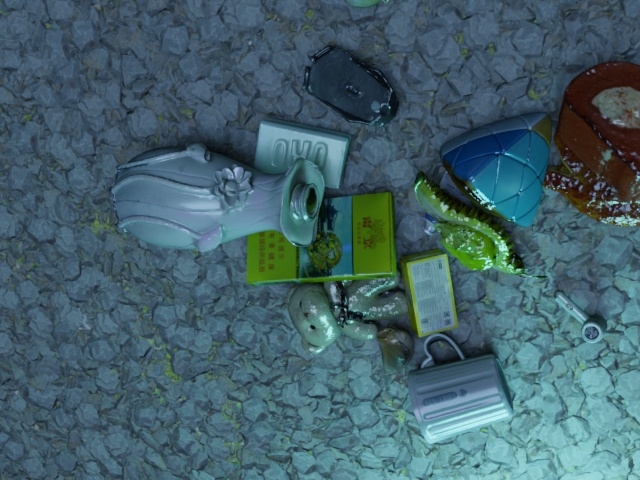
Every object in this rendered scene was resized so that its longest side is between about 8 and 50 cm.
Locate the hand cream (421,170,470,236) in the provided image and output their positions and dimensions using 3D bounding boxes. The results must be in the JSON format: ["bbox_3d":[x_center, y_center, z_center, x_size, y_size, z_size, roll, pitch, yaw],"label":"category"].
[{"bbox_3d":[0.270,-0.074,1.831,0.084,0.053,0.142,35,101,3],"label":"hand cream"}]

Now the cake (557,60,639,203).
[{"bbox_3d":[0.594,-0.212,1.616,0.177,0.151,0.283,-36,68,-7],"label":"cake"}]

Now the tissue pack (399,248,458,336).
[{"bbox_3d":[0.240,0.115,1.869,0.095,0.062,0.176,-14,103,-8],"label":"tissue pack"}]

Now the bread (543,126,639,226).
[{"bbox_3d":[0.564,-0.118,1.717,0.269,0.095,0.139,30,104,8],"label":"bread"}]

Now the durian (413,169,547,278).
[{"bbox_3d":[0.331,-0.007,1.775,0.375,0.106,0.132,40,114,-13],"label":"durian"}]

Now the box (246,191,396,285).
[{"bbox_3d":[0.000,0.000,1.875,0.335,0.047,0.187,-4,73,15],"label":"box"}]

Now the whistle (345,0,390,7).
[{"bbox_3d":[0.071,-0.561,1.710,0.123,0.123,0.223,-46,74,21],"label":"whistle"}]

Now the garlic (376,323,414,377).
[{"bbox_3d":[0.176,0.251,1.938,0.084,0.066,0.152,2,131,17],"label":"garlic"}]

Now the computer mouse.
[{"bbox_3d":[0.064,-0.323,1.795,0.231,0.071,0.126,33,98,12],"label":"computer mouse"}]

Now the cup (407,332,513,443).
[{"bbox_3d":[0.305,0.324,1.878,0.202,0.167,0.221,-18,103,16],"label":"cup"}]

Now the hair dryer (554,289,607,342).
[{"bbox_3d":[0.555,0.158,1.816,0.137,0.082,0.047,45,113,15],"label":"hair dryer"}]

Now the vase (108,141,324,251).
[{"bbox_3d":[-0.213,-0.088,1.812,0.445,0.250,0.250,3,107,26],"label":"vase"}]

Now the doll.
[{"bbox_3d":[0.060,0.144,1.905,0.278,0.149,0.175,-19,75,8],"label":"doll"}]

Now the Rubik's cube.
[{"bbox_3d":[0.399,-0.143,1.711,0.254,0.254,0.254,4,107,13],"label":"Rubik's cube"}]

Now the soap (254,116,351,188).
[{"bbox_3d":[-0.040,-0.194,1.860,0.198,0.066,0.119,13,107,10],"label":"soap"}]
